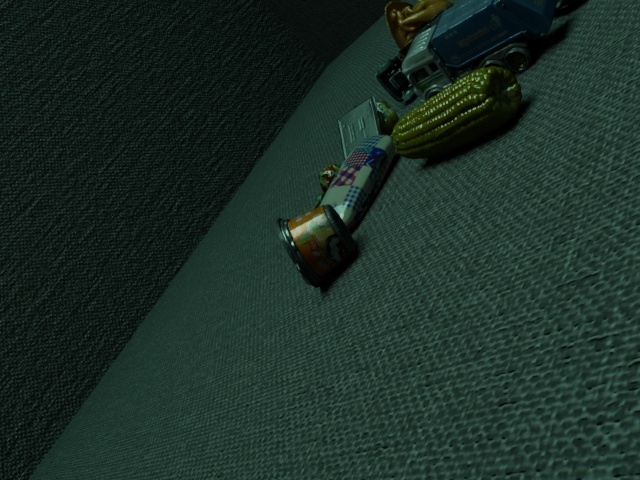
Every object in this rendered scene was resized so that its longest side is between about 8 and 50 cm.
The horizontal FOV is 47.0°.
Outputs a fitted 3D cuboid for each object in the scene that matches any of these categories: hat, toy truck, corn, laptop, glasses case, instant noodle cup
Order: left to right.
[{"bbox_3d":[0.000,0.000,1.639,0.126,0.177,0.208,-30,49,8],"label":"instant noodle cup"},{"bbox_3d":[0.089,-0.143,1.845,0.125,0.076,0.327,-3,48,43],"label":"glasses case"},{"bbox_3d":[0.109,-0.291,2.013,0.135,0.016,0.197,-30,54,31],"label":"laptop"},{"bbox_3d":[0.311,-0.557,2.188,0.305,0.136,0.162,-39,10,24],"label":"toy truck"},{"bbox_3d":[0.366,-0.690,2.269,0.233,0.244,0.233,-16,41,40],"label":"hat"},{"bbox_3d":[0.273,-0.254,1.544,0.131,0.131,0.344,-55,14,-24],"label":"corn"},{"bbox_3d":[0.352,-0.444,1.652,0.367,0.175,0.146,-23,30,42],"label":"toy truck"}]

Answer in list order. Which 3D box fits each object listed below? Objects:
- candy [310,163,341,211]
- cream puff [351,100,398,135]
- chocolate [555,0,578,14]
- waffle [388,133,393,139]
[{"bbox_3d":[0.004,-0.114,2.064,0.078,0.084,0.287,-15,-22,-29],"label":"candy"},{"bbox_3d":[0.160,-0.326,2.092,0.156,0.156,0.121,-90,-1,-65],"label":"cream puff"},{"bbox_3d":[0.544,-0.616,1.638,0.221,0.147,0.221,-44,19,20],"label":"chocolate"},{"bbox_3d":[0.153,-0.220,1.975,0.191,0.032,0.125,-44,14,24],"label":"waffle"}]
